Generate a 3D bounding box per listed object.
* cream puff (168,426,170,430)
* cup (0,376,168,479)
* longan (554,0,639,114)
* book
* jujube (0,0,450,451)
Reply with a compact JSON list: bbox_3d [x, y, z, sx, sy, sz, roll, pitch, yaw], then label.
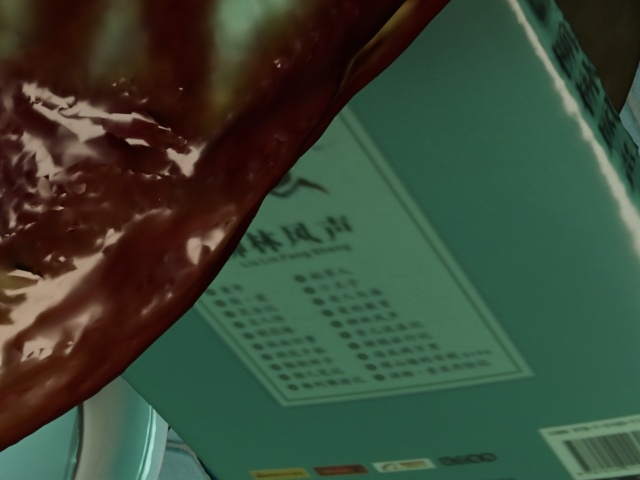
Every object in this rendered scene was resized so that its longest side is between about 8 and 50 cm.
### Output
[{"bbox_3d":[-0.254,0.075,1.301,0.350,0.228,0.350,-13,-141,11],"label":"cream puff"},{"bbox_3d":[-0.215,0.053,0.964,0.253,0.253,0.371,-30,-169,-3],"label":"cup"},{"bbox_3d":[0.008,-0.094,0.787,0.300,0.243,0.300,-28,142,-25],"label":"longan"},{"bbox_3d":[0.000,0.000,0.693,0.264,0.379,0.031,-10,-132,27],"label":"book"},{"bbox_3d":[-0.084,-0.079,0.415,0.318,0.223,0.223,-38,180,-12],"label":"jujube"}]
